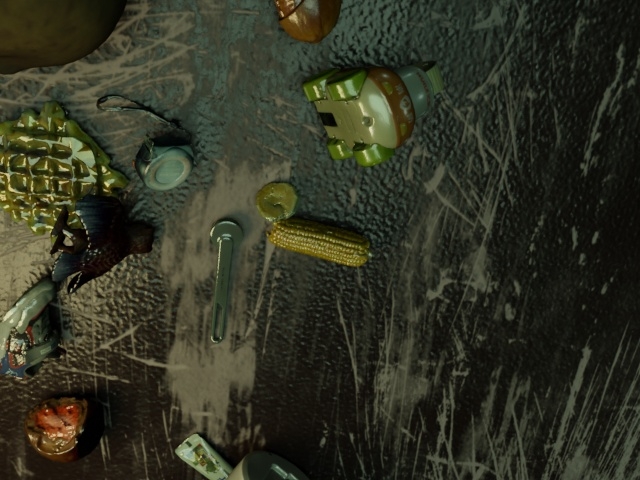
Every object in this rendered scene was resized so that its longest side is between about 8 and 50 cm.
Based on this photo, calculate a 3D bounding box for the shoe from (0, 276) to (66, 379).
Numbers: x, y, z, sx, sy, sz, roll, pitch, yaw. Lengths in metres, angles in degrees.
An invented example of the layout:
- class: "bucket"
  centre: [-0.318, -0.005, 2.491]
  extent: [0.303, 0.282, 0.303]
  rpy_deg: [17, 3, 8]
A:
- class: "shoe"
  centre: [-0.529, 0.180, 1.115]
  extent: [0.125, 0.099, 0.228]
  rpy_deg: [34, 107, -9]

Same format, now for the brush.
- class: "brush"
  centre: [-0.192, 0.082, 1.171]
  extent: [0.062, 0.027, 0.266]
  rpy_deg: [6, 112, -9]

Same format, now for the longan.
- class: "longan"
  centre: [-0.432, -0.385, 0.797]
  extent: [0.360, 0.361, 0.361]
  rpy_deg: [-2, 110, -7]

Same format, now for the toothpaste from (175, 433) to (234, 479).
- class: "toothpaste"
  centre: [-0.206, 0.517, 1.317]
  extent: [0.067, 0.037, 0.255]
  rpy_deg: [-41, 106, 8]

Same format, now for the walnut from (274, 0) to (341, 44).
- class: "walnut"
  centre: [-0.024, -0.422, 0.966]
  extent: [0.115, 0.116, 0.207]
  rpy_deg: [-7, 110, -5]

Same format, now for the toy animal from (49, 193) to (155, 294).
- class: "toy animal"
  centre: [-0.377, 0.018, 1.056]
  extent: [0.179, 0.116, 0.219]
  rpy_deg: [1, 130, -29]

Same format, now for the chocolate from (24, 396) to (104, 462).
- class: "chocolate"
  centre: [-0.505, 0.363, 1.181]
  extent: [0.133, 0.124, 0.128]
  rpy_deg: [25, 112, 16]

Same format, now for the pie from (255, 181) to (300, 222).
- class: "pie"
  centre: [-0.078, -0.072, 1.111]
  extent: [0.084, 0.020, 0.085]
  rpy_deg: [-3, 69, 8]

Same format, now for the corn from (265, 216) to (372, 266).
- class: "corn"
  centre: [0.000, 0.000, 1.141]
  extent: [0.207, 0.068, 0.068]
  rpy_deg: [16, 107, -8]

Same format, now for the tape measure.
- class: "tape measure"
  centre: [-0.307, -0.174, 1.057]
  extent: [0.180, 0.104, 0.107]
  rpy_deg: [43, 128, 14]

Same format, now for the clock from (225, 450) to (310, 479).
- class: "clock"
  centre: [-0.087, 0.540, 1.236]
  extent: [0.230, 0.230, 0.083]
  rpy_deg: [37, 98, -18]

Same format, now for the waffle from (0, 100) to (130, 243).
- class: "waffle"
  centre: [-0.474, -0.112, 1.044]
  extent: [0.204, 0.054, 0.223]
  rpy_deg: [-36, 112, 6]

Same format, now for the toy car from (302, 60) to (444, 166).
- class: "toy car"
  centre: [0.107, -0.238, 1.001]
  extent: [0.235, 0.235, 0.145]
  rpy_deg: [-24, 111, 2]
